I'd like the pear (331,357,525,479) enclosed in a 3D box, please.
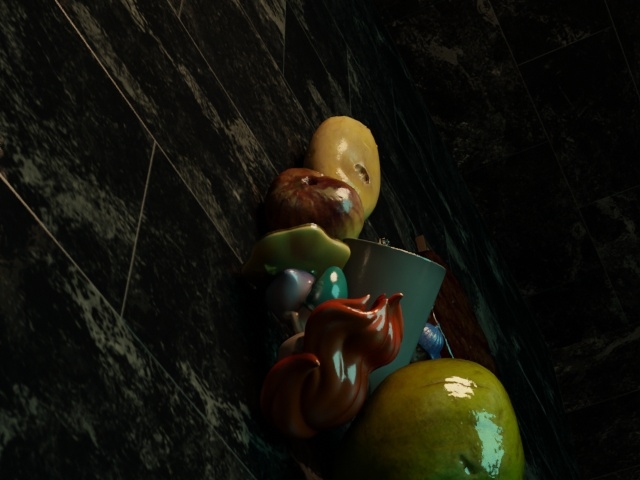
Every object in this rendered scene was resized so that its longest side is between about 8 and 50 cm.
[{"bbox_3d":[0.148,0.294,1.432,0.269,0.269,0.321,64,27,-15],"label":"pear"}]

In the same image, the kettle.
[{"bbox_3d":[0.070,0.135,1.621,0.210,0.160,0.243,158,-50,-82],"label":"kettle"}]

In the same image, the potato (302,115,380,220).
[{"bbox_3d":[0.038,-0.119,1.961,0.150,0.146,0.234,19,49,-10],"label":"potato"}]

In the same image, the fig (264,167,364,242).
[{"bbox_3d":[0.006,-0.016,1.713,0.143,0.160,0.231,-58,141,-19],"label":"fig"}]

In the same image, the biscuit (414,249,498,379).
[{"bbox_3d":[0.284,0.217,2.424,0.407,0.091,0.407,55,21,-33],"label":"biscuit"}]

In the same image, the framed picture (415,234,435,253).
[{"bbox_3d":[0.283,0.087,2.711,0.128,0.023,0.168,49,25,-50],"label":"framed picture"}]

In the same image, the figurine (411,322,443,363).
[{"bbox_3d":[0.155,0.194,1.940,0.077,0.136,0.079,41,40,-58],"label":"figurine"}]

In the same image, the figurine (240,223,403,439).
[{"bbox_3d":[0.005,0.118,1.432,0.181,0.208,0.257,102,-25,-52],"label":"figurine"}]

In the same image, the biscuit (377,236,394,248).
[{"bbox_3d":[0.145,0.029,2.321,0.089,0.027,0.087,-72,139,-65],"label":"biscuit"}]
